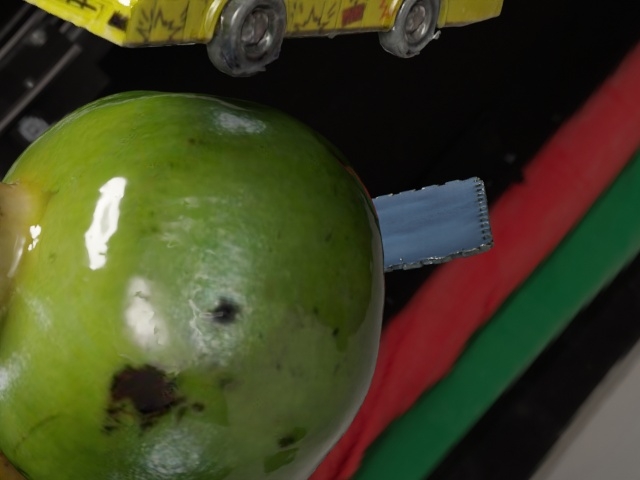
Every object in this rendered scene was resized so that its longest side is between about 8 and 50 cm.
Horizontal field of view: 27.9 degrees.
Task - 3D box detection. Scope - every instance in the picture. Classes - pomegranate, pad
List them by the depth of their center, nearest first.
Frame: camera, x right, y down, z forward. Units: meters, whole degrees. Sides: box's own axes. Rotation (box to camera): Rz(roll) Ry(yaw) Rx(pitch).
[{"bbox_3d":[-0.085,0.017,0.510,0.225,0.187,0.187,22,-74,-33],"label":"pomegranate"},{"bbox_3d":[0.000,0.000,1.001,0.269,0.270,0.012,-61,-40,-75],"label":"pad"}]

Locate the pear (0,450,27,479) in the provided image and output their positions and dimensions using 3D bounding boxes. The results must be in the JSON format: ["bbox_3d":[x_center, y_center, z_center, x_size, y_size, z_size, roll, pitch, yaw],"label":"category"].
[{"bbox_3d":[-0.382,0.230,1.165,0.314,0.314,0.314,-28,-41,-28],"label":"pear"}]

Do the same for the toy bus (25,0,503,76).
[{"bbox_3d":[-0.009,-0.110,0.482,0.226,0.081,0.074,-14,-54,-49],"label":"toy bus"}]
